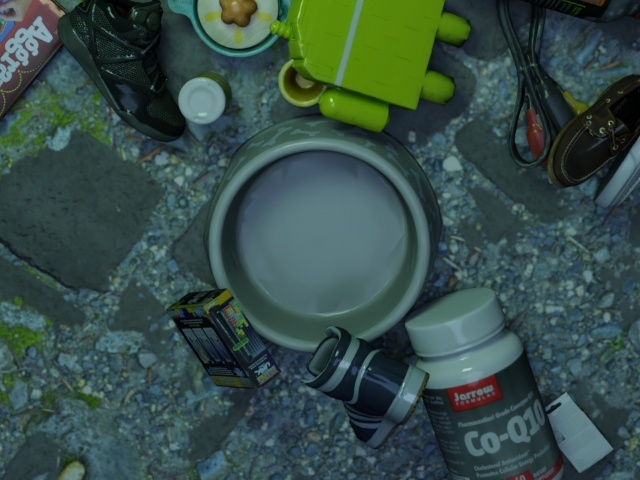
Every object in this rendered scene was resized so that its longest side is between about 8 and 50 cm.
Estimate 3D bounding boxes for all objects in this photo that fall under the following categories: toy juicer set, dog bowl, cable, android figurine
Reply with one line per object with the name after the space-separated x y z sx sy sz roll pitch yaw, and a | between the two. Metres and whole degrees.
-0.091 -0.348 1.718 0.329 0.089 0.209 34 102 -5 | toy juicer set
0.000 0.000 1.787 0.349 0.102 0.348 0 103 2 | dog bowl
0.293 -0.215 1.757 0.139 0.072 0.287 -25 90 7 | cable
0.065 -0.276 1.694 0.273 0.056 0.248 13 92 -22 | android figurine

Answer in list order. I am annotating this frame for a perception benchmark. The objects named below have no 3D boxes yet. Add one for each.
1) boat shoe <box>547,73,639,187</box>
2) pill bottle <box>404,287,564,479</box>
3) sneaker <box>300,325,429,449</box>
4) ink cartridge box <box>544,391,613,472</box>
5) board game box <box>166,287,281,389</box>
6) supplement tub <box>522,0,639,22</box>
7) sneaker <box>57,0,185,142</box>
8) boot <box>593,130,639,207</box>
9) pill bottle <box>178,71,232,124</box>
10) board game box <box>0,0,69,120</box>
0.383 -0.152 1.698 0.073 0.073 0.207 48 67 -19 | boat shoe
0.228 0.222 1.795 0.161 0.161 0.283 -19 101 7 | pill bottle
0.048 0.204 1.761 0.153 0.282 0.099 25 69 0 | sneaker
0.371 0.279 1.870 0.063 0.029 0.115 -38 97 10 | ink cartridge box
-0.138 0.139 1.792 0.048 0.170 0.141 -37 102 -22 | board game box
0.304 -0.397 1.634 0.316 0.193 0.193 17 103 -2 | supplement tub
-0.242 -0.241 1.729 0.130 0.087 0.227 -28 107 30 | sneaker
0.495 -0.126 1.736 0.123 0.095 0.258 36 101 1 | boot
-0.155 -0.197 1.740 0.065 0.116 0.065 1 102 3 | pill bottle
-0.481 -0.248 1.790 0.145 0.027 0.281 41 101 -7 | board game box
